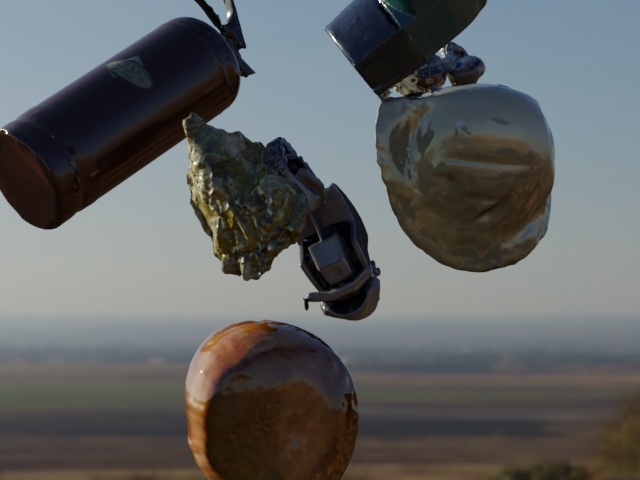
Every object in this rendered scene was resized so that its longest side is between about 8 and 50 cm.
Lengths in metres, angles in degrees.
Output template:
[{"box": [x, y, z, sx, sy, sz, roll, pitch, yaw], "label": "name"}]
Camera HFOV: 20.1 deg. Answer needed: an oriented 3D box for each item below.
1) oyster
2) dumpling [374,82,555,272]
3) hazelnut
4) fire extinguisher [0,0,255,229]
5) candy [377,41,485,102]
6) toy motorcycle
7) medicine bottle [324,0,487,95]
[{"box": [-0.062, -0.036, 1.520, 0.121, 0.146, 0.045, 0, -20, 18], "label": "oyster"}, {"box": [0.171, -0.075, 2.151, 0.243, 0.227, 0.175, 2, -4, -7], "label": "dumpling"}, {"box": [-0.049, 0.135, 1.416, 0.150, 0.150, 0.150, 0, -2, 0], "label": "hazelnut"}, {"box": [-0.188, -0.150, 1.862, 0.337, 0.135, 0.114, -37, 13, -35], "label": "fire extinguisher"}, {"box": [0.124, -0.213, 2.279, 0.094, 0.051, 0.226, 40, 33, 22], "label": "candy"}, {"box": [0.000, 0.000, 1.812, 0.080, 0.215, 0.122, -26, 32, 14], "label": "toy motorcycle"}, {"box": [0.043, -0.238, 1.333, 0.124, 0.258, 0.079, -24, 37, -5], "label": "medicine bottle"}]
